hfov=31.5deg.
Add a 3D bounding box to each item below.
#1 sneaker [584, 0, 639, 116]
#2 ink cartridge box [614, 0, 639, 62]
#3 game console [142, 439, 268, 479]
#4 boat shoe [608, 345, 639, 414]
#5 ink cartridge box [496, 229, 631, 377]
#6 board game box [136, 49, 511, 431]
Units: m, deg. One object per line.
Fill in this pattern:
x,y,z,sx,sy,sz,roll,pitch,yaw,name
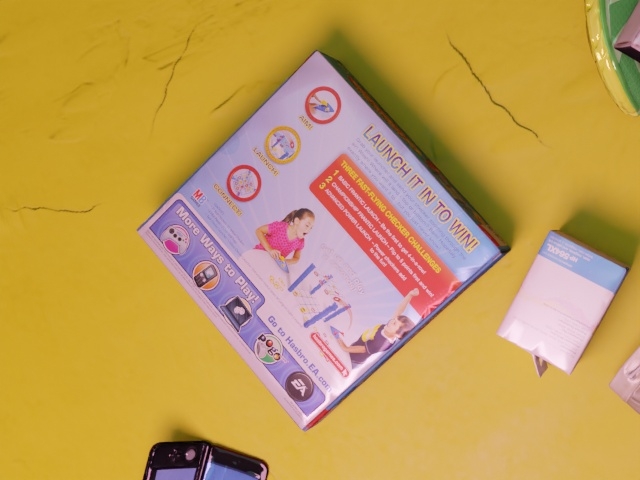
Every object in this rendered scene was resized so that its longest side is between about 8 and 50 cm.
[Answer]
0.338,-0.277,1.169,0.124,0.109,0.295,2,91,21,sneaker
0.458,-0.306,1.111,0.176,0.069,0.370,30,94,-8,ink cartridge box
-0.147,0.319,1.347,0.085,0.124,0.144,19,97,43,game console
0.403,0.059,1.158,0.094,0.109,0.302,33,103,17,boat shoe
0.255,0.071,1.210,0.090,0.092,0.143,29,99,15,ink cartridge box
0.000,0.000,1.292,0.302,0.086,0.308,-43,79,13,board game box
